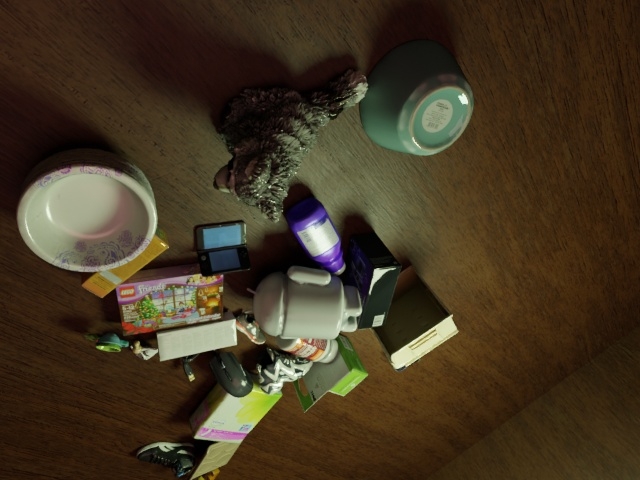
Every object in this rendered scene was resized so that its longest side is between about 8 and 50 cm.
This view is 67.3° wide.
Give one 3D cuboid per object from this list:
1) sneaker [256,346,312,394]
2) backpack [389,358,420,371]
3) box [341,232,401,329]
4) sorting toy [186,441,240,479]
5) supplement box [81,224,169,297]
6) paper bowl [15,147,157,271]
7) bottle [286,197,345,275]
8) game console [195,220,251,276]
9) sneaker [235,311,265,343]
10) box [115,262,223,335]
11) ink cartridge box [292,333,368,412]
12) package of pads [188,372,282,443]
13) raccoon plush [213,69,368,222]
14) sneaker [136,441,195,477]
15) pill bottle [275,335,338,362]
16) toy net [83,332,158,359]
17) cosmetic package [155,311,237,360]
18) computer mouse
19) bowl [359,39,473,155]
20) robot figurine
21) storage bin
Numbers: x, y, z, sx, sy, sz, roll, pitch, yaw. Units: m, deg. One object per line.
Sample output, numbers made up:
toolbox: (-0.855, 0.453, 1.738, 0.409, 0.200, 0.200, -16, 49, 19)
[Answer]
sneaker: (-0.133, 0.427, 1.729, 0.235, 0.094, 0.152, -28, 118, -21)
backpack: (0.340, 0.483, 2.002, 0.114, 0.084, 0.105, -35, 132, -3)
box: (0.154, 0.133, 1.579, 0.103, 0.184, 0.261, -5, 127, -19)
sorting toy: (-0.436, 0.890, 1.939, 0.229, 0.041, 0.307, -3, 130, -54)
supplement box: (-0.516, 0.046, 1.268, 0.233, 0.078, 0.080, -37, 132, 6)
paper bowl: (-0.534, -0.079, 1.115, 0.285, 0.148, 0.284, -13, 130, -16)
bottle: (0.000, 0.000, 1.464, 0.118, 0.092, 0.282, -32, 132, -2)
game console: (-0.274, 0.025, 1.364, 0.144, 0.124, 0.085, -8, 154, -19)
sneaker: (-0.223, 0.292, 1.610, 0.065, 0.061, 0.158, -42, 132, 0)
box: (-0.437, 0.170, 1.412, 0.294, 0.057, 0.200, -7, 128, -20)
ink cartridge box: (0.024, 0.498, 1.798, 0.255, 0.188, 0.097, -46, 132, 14)
package of pads: (-0.322, 0.618, 1.783, 0.229, 0.101, 0.296, 28, 107, -38)
raccoon plush: (-0.053, -0.249, 1.108, 0.447, 0.299, 0.216, -37, 132, 5)
sneaker: (-0.577, 0.835, 1.817, 0.217, 0.121, 0.079, 7, 121, -30)
pill bottle: (-0.044, 0.357, 1.700, 0.121, 0.121, 0.221, -46, 130, 13)
toy net: (-0.590, 0.326, 1.444, 0.122, 0.045, 0.232, -9, 151, 23)
cosmetic package: (-0.388, 0.297, 1.506, 0.239, 0.060, 0.098, -8, 116, -23)
computer mouse: (-0.348, 0.446, 1.602, 0.184, 0.060, 0.261, -25, 105, -3)
bowl: (0.279, -0.351, 1.279, 0.312, 0.163, 0.311, -13, 130, -16)
robot figurine: (-0.056, 0.202, 1.495, 0.354, 0.199, 0.299, 6, 123, -9)
storage bin: (0.300, 0.272, 1.703, 0.260, 0.262, 0.123, -34, 134, 3)
